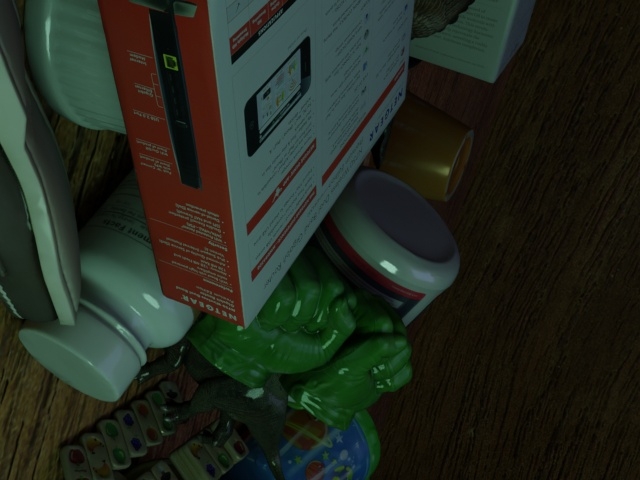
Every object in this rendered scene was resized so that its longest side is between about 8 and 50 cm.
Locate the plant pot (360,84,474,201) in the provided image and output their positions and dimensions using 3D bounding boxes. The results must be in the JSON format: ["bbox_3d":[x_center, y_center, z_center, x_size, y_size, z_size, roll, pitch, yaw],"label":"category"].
[{"bbox_3d":[0.146,-0.155,1.379,0.205,0.188,0.205,-57,161,-32],"label":"plant pot"}]

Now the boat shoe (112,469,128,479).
[{"bbox_3d":[-0.275,0.393,0.928,0.092,0.103,0.285,-22,129,-61],"label":"boat shoe"}]

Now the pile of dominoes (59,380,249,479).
[{"bbox_3d":[-0.170,0.267,0.932,0.040,0.196,0.251,-38,175,23],"label":"pile of dominoes"}]

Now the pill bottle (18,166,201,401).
[{"bbox_3d":[-0.159,0.024,0.747,0.229,0.131,0.131,-57,161,-31],"label":"pill bottle"}]

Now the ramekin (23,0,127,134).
[{"bbox_3d":[-0.121,-0.174,0.650,0.207,0.109,0.207,-56,160,-34],"label":"ramekin"}]

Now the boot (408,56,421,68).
[{"bbox_3d":[0.131,-0.298,1.346,0.121,0.099,0.045,-28,99,-30],"label":"boot"}]

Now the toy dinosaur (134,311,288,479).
[{"bbox_3d":[-0.108,0.146,0.937,0.160,0.313,0.121,-34,164,24],"label":"toy dinosaur"}]

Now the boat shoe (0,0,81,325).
[{"bbox_3d":[-0.221,-0.047,0.525,0.324,0.096,0.116,95,-17,-54],"label":"boat shoe"}]

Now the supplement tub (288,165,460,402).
[{"bbox_3d":[0.024,0.059,1.033,0.272,0.191,0.191,-49,174,29],"label":"supplement tub"}]

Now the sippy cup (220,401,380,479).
[{"bbox_3d":[-0.049,0.387,1.445,0.224,0.240,0.305,-32,104,-46],"label":"sippy cup"}]

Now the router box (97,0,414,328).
[{"bbox_3d":[-0.020,-0.150,0.644,0.335,0.082,0.301,-56,157,-38],"label":"router box"}]

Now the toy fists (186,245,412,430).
[{"bbox_3d":[0.000,0.100,0.843,0.142,0.096,0.279,-51,134,2],"label":"toy fists"}]

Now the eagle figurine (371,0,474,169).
[{"bbox_3d":[0.068,-0.249,0.961,0.298,0.226,0.225,37,34,-42],"label":"eagle figurine"}]

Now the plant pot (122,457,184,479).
[{"bbox_3d":[-0.189,0.411,1.057,0.237,0.237,0.254,-49,139,-48],"label":"plant pot"}]

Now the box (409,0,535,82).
[{"bbox_3d":[0.216,-0.440,1.185,0.168,0.215,0.345,-51,157,-45],"label":"box"}]
